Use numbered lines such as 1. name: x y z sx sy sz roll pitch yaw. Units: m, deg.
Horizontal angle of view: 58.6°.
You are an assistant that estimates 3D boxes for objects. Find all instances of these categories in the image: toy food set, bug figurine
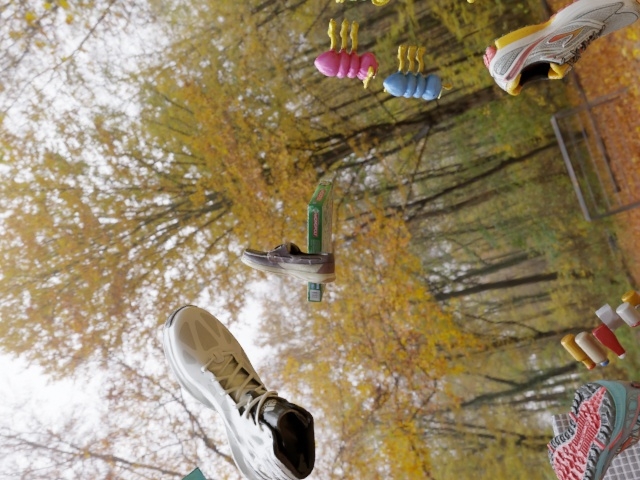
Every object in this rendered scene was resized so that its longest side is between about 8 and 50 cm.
1. toy food set: 0.761 0.244 1.486 0.104 0.232 0.111 48 -164 2
2. bug figurine: 0.102 -0.282 0.757 0.279 0.217 0.072 101 166 -56

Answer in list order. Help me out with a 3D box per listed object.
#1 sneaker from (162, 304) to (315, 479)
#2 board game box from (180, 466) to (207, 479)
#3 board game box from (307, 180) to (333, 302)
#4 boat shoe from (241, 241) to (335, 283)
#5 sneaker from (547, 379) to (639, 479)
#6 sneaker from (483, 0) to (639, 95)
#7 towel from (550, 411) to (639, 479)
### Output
1. sneaker: -0.146 0.308 1.201 0.169 0.258 0.447 -33 -89 -39
2. board game box: -0.300 0.641 1.075 0.336 0.079 0.253 -27 -114 -41
3. board game box: 0.000 0.000 1.753 0.213 0.046 0.317 -67 -20 -63
4. boat shoe: -0.087 0.050 1.594 0.103 0.286 0.092 -11 -70 -64
5. sneaker: 0.473 0.333 0.940 0.104 0.125 0.261 -114 23 -49
6. sneaker: 0.372 -0.292 0.869 0.088 0.226 0.092 28 -138 -62
7. towel: 0.722 0.547 1.418 0.121 0.235 0.283 44 -148 -39
